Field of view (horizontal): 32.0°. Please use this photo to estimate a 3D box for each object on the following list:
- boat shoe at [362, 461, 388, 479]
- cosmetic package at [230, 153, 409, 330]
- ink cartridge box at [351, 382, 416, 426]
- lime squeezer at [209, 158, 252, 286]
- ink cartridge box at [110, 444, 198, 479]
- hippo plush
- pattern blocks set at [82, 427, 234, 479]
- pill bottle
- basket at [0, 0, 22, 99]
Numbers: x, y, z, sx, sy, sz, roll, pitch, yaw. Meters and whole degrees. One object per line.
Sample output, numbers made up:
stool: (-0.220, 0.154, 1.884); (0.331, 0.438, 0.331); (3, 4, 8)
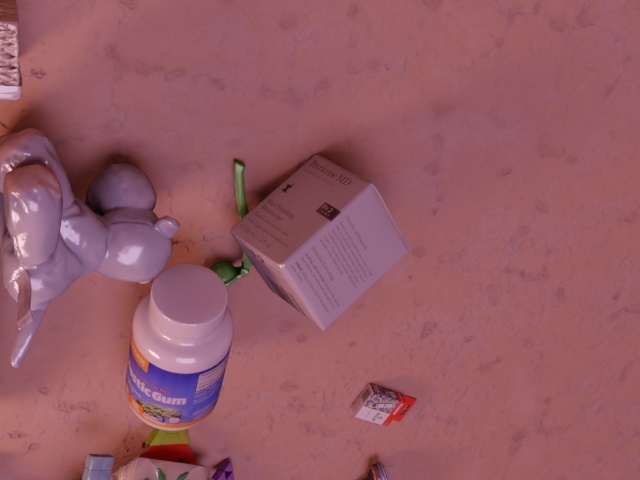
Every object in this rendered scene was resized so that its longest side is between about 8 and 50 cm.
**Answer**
boat shoe: (0.089, 0.498, 2.140); (0.066, 0.066, 0.183); (-5, 126, -14)
cosmetic package: (0.000, 0.000, 1.658); (0.183, 0.151, 0.151); (-43, 130, -13)
ink cartridge box: (0.120, 0.304, 2.031); (0.115, 0.029, 0.063); (22, 115, -30)
lime squeezer: (-0.156, 0.028, 1.719); (0.109, 0.059, 0.310); (19, 118, -30)
ink cartridge box: (-0.299, 0.466, 1.929); (0.232, 0.066, 0.189); (-31, 120, -14)
hippo plush: (-0.310, -0.024, 1.503); (0.236, 0.294, 0.234); (-5, 148, -25)
pattern blocks set: (-0.274, 0.448, 1.909); (0.324, 0.026, 0.286); (-2, 99, -45)
pill bottle: (-0.213, 0.160, 1.693); (0.152, 0.152, 0.272); (-4, 142, -16)
basket: (-0.455, -0.245, 1.380); (0.167, 0.113, 0.103); (0, 123, -19)
